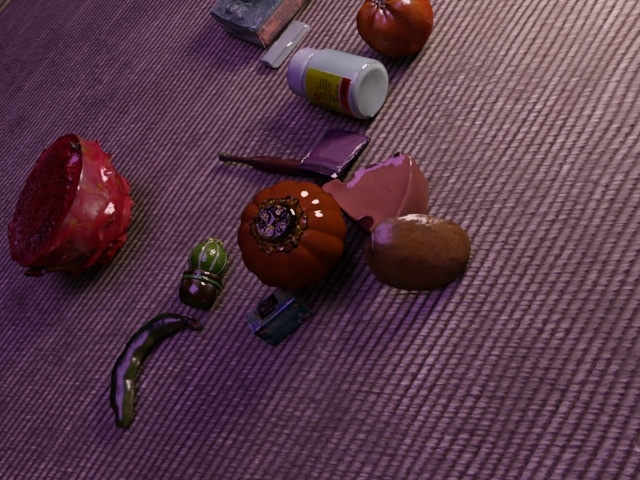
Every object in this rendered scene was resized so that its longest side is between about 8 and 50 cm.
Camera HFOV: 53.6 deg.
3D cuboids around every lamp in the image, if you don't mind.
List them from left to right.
[{"bbox_3d":[-0.058,-0.012,1.256,0.223,0.196,0.223,-5,75,18],"label":"lamp"}]

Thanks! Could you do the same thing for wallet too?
[{"bbox_3d":[0.030,-0.200,1.449,0.111,0.030,0.166,13,48,33],"label":"wallet"}]

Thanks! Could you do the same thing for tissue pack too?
[{"bbox_3d":[-0.141,-0.715,1.826,0.228,0.103,0.315,32,81,39],"label":"tissue pack"},{"bbox_3d":[-0.091,0.148,1.314,0.111,0.085,0.079,-40,50,4],"label":"tissue pack"}]

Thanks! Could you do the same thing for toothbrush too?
[{"bbox_3d":[-0.111,-0.187,1.547,0.364,0.041,0.040,12,69,33],"label":"toothbrush"}]

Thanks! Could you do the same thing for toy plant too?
[{"bbox_3d":[-0.265,0.071,1.451,0.093,0.093,0.162,-3,59,27],"label":"toy plant"}]

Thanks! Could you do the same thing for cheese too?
[{"bbox_3d":[0.122,-0.053,1.286,0.203,0.128,0.176,-20,55,16],"label":"cheese"}]

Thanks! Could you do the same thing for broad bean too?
[{"bbox_3d":[-0.398,0.271,1.433,0.144,0.049,0.292,30,80,36],"label":"broad bean"}]

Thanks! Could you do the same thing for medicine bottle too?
[{"bbox_3d":[0.040,-0.380,1.511,0.226,0.139,0.139,27,78,36],"label":"medicine bottle"}]

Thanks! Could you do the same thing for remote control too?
[{"bbox_3d":[-0.099,-0.546,1.753,0.061,0.029,0.162,30,79,36],"label":"remote control"}]

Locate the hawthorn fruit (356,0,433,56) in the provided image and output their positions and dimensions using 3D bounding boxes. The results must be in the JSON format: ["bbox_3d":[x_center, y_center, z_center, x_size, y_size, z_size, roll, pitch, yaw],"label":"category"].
[{"bbox_3d":[0.180,-0.523,1.497,0.189,0.189,0.189,-13,58,22],"label":"hawthorn fruit"}]

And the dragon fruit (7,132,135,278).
[{"bbox_3d":[-0.628,-0.078,1.644,0.371,0.249,0.386,-43,46,21],"label":"dragon fruit"}]

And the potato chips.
[{"bbox_3d":[0.185,0.025,1.193,0.202,0.049,0.150,10,94,-3],"label":"potato chips"}]
